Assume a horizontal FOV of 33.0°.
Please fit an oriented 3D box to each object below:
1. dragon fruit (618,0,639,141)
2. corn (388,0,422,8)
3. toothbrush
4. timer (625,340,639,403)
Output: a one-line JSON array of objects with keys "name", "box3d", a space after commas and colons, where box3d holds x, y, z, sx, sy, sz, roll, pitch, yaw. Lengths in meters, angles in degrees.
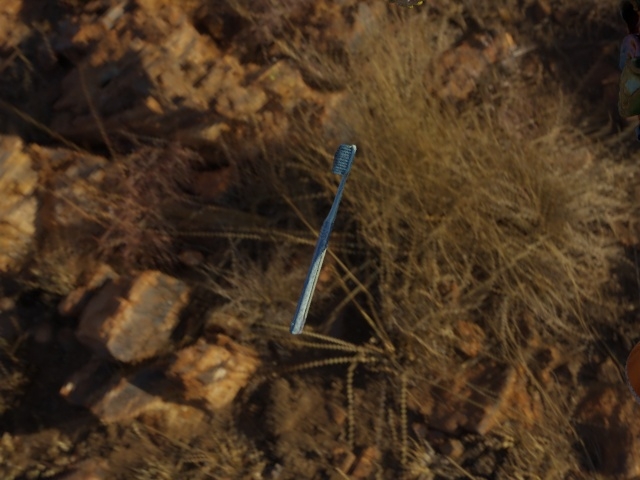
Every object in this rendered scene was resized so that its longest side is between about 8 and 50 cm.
[{"name": "dragon fruit", "box3d": [0.362, -0.135, 0.781, 0.293, 0.234, 0.234, -6, 65, 10]}, {"name": "corn", "box3d": [0.123, -0.382, 1.332, 0.080, 0.080, 0.238, 2, 57, 24]}, {"name": "toothbrush", "box3d": [0.000, 0.000, 1.166, 0.016, 0.019, 0.219, -129, 52, -66]}, {"name": "timer", "box3d": [0.347, 0.113, 0.964, 0.136, 0.136, 0.099, -9, 57, 19]}]
